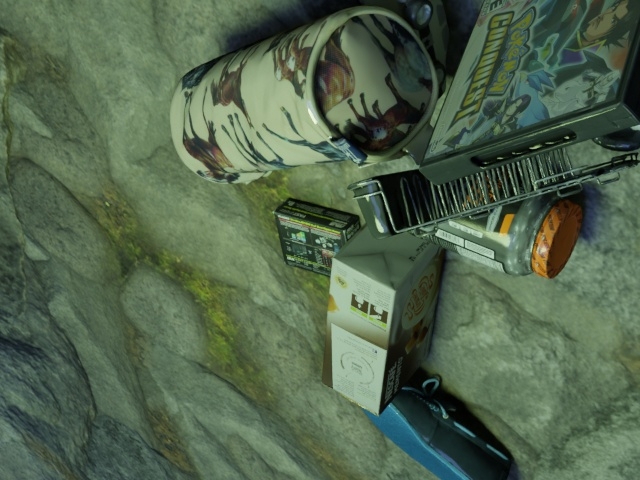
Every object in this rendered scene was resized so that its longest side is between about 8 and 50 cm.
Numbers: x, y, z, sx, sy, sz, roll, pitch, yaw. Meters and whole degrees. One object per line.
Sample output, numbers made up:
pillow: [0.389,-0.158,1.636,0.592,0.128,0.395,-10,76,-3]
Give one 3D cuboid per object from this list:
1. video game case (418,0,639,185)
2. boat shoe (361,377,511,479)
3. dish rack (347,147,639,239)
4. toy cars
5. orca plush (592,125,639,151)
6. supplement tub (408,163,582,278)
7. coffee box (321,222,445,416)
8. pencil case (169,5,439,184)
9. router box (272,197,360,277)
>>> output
video game case: [0.227,-0.192,1.276,0.035,0.275,0.248,40,147,-27]
boat shoe: [0.155,0.262,1.902,0.258,0.089,0.109,44,155,-6]
dish rack: [0.188,-0.064,1.402,0.271,0.208,0.074,-15,91,25]
toy cars: [0.034,-0.322,1.489,0.393,0.087,0.176,49,158,-10]
orca plush: [0.316,-0.139,1.381,0.287,0.151,0.102,1,155,39]
supplement tub: [0.199,-0.031,1.569,0.190,0.117,0.117,22,136,26]
coffee box: [0.082,0.090,1.766,0.098,0.141,0.246,27,138,22]
pencil case: [-0.031,-0.151,1.571,0.410,0.160,0.183,-3,116,61]
router box: [0.000,0.000,1.843,0.122,0.038,0.092,16,134,32]
